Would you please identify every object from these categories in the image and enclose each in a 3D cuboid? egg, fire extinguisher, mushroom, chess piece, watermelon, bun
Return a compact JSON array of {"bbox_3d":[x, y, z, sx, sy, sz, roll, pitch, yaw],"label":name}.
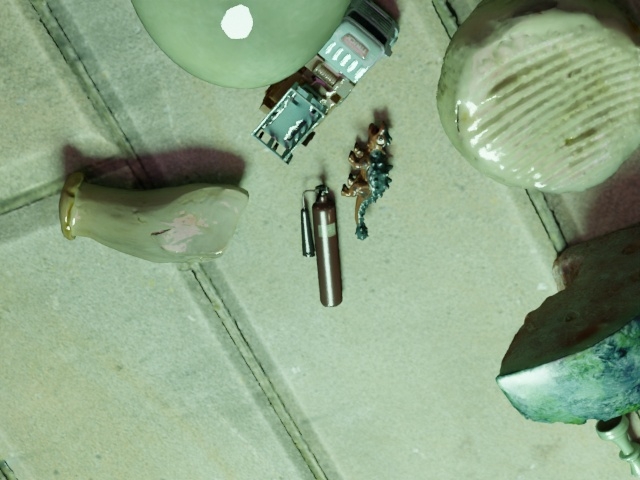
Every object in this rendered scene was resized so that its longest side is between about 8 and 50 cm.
[{"bbox_3d":[-0.083,-0.325,1.677,0.258,0.258,0.352,13,123,9],"label":"egg"},{"bbox_3d":[0.000,0.000,1.981,0.049,0.035,0.173,31,135,45],"label":"fire extinguisher"},{"bbox_3d":[-0.202,-0.023,1.989,0.247,0.096,0.108,5,146,17],"label":"mushroom"},{"bbox_3d":[0.377,0.254,2.013,0.042,0.042,0.093,-24,117,27],"label":"chess piece"},{"bbox_3d":[0.317,0.101,1.833,0.226,0.318,0.148,20,142,56],"label":"watermelon"},{"bbox_3d":[0.236,-0.171,1.736,0.239,0.141,0.239,-4,116,-8],"label":"bun"}]

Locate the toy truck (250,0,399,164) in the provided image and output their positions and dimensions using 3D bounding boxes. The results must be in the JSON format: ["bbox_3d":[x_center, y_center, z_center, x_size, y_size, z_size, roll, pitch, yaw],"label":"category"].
[{"bbox_3d":[0.004,-0.182,1.819,0.080,0.115,0.178,39,121,-8],"label":"toy truck"}]

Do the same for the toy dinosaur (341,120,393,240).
[{"bbox_3d":[0.055,-0.070,1.909,0.055,0.049,0.154,11,117,6],"label":"toy dinosaur"}]
